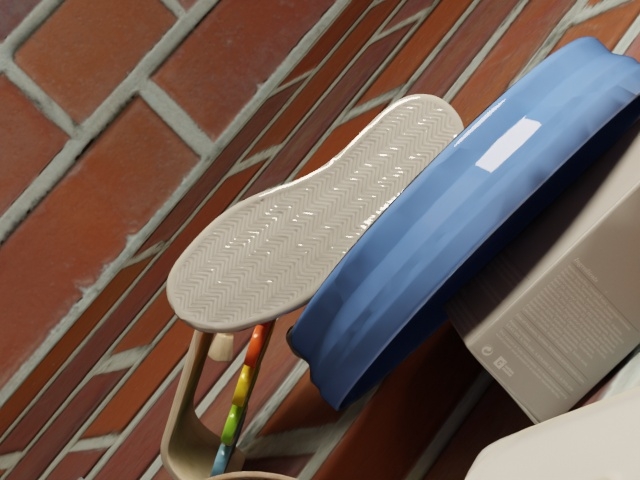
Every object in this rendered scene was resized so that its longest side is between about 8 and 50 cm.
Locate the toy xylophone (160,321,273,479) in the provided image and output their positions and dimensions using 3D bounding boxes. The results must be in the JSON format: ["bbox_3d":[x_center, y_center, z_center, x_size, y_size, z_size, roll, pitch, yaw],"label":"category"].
[{"bbox_3d":[-0.076,0.092,1.652,0.236,0.081,0.322,-68,-3,-59],"label":"toy xylophone"}]

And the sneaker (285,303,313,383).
[{"bbox_3d":[0.024,0.041,1.573,0.086,0.228,0.132,16,28,24],"label":"sneaker"}]

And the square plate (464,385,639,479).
[{"bbox_3d":[0.153,0.202,1.023,0.344,0.049,0.347,-31,19,47],"label":"square plate"}]

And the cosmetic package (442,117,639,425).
[{"bbox_3d":[0.216,0.018,1.272,0.238,0.107,0.127,-41,12,6],"label":"cosmetic package"}]

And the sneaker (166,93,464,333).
[{"bbox_3d":[0.000,0.000,1.453,0.292,0.108,0.169,-34,-12,-10],"label":"sneaker"}]

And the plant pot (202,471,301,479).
[{"bbox_3d":[-0.051,0.273,1.124,0.167,0.167,0.165,-62,-7,-51],"label":"plant pot"}]

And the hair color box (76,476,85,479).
[{"bbox_3d":[-0.260,0.387,1.566,0.185,0.113,0.374,-44,13,4],"label":"hair color box"}]

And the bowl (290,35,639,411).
[{"bbox_3d":[0.126,-0.017,1.400,0.391,0.077,0.391,-44,-8,-8],"label":"bowl"}]
